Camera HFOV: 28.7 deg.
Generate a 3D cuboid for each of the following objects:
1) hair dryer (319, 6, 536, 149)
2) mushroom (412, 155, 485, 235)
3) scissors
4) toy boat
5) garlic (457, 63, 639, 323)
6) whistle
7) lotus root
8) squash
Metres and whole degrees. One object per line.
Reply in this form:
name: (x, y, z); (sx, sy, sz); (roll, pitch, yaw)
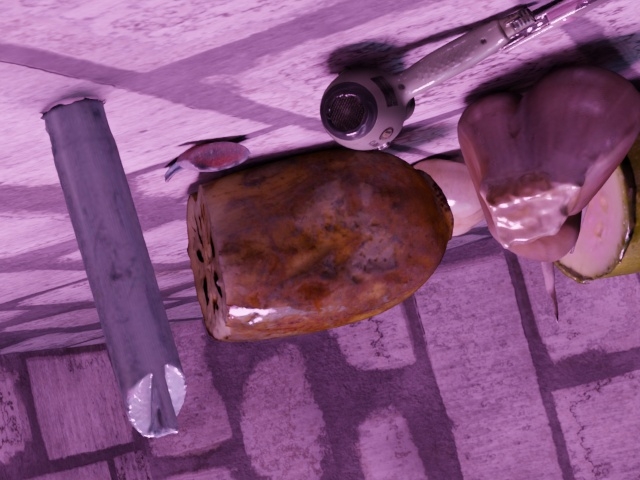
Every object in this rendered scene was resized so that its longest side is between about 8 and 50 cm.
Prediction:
hair dryer: (0.100, -0.162, 1.275); (0.225, 0.088, 0.219); (-29, -179, -2)
mushroom: (0.202, -0.077, 1.952); (0.154, 0.122, 0.154); (15, 151, 8)
scissors: (0.238, -0.220, 1.186); (0.085, 0.022, 0.176); (-9, 169, -46)
toy boat: (-0.142, -0.094, 1.472); (0.096, 0.034, 0.122); (-10, -179, -29)
garlic: (0.303, -0.085, 1.544); (0.231, 0.246, 0.340); (-25, 152, 10)
whistle: (-0.181, 0.025, 1.124); (0.062, 0.312, 0.062); (-17, 173, -2)
lotus root: (0.000, 0.000, 1.664); (0.346, 0.250, 0.250); (-16, 174, -15)
squash: (0.513, -0.092, 1.829); (0.384, 0.263, 0.263); (-10, 172, -27)
